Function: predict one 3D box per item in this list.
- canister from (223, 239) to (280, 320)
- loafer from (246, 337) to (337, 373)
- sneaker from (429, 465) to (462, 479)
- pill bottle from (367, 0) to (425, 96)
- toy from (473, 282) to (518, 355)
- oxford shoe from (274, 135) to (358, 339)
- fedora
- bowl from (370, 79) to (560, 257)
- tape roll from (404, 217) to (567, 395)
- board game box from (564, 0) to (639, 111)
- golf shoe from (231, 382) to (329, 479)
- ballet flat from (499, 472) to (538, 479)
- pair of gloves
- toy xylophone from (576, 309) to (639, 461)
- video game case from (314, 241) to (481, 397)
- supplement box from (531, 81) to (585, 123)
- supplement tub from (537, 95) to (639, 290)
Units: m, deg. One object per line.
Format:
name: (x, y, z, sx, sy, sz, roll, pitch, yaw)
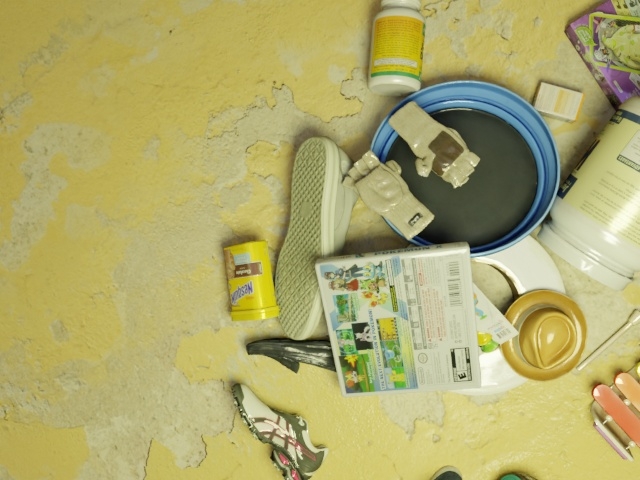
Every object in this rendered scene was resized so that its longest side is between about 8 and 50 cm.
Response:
canister: (-0.159, 0.091, 1.253, 0.126, 0.073, 0.170, -11, 86, 46)
loafer: (-0.059, 0.262, 1.261, 0.223, 0.076, 0.078, 3, 83, 2)
sneaker: (0.233, 0.610, 1.195, 0.086, 0.163, 0.226, 34, 95, 3)
pill bottle: (0.168, -0.432, 1.216, 0.117, 0.117, 0.209, 5, 90, 5)
toy: (0.283, 0.135, 1.161, 0.137, 0.056, 0.237, -39, 97, 27)
oxford shoe: (0.000, 0.000, 1.229, 0.169, 0.130, 0.450, 11, 93, 45)
fedora: (0.465, 0.201, 1.141, 0.194, 0.079, 0.195, 0, 91, 5)
bowl: (0.296, -0.148, 1.183, 0.390, 0.077, 0.392, -2, 74, 8)
tape roll: (0.333, 0.142, 1.227, 0.391, 0.072, 0.392, 0, 91, 6)
board game box: (0.715, -0.373, 1.203, 0.208, 0.056, 0.347, -31, 87, 1)
golf shoe: (-0.099, 0.422, 1.268, 0.120, 0.105, 0.273, -37, 91, -13)
ballet flat: (0.336, 0.720, 1.201, 0.182, 0.164, 0.483, 42, 92, -17)
pair of gloves: (0.186, -0.145, 1.138, 0.204, 0.042, 0.240, 40, 86, 13)
toy xylophone: (0.702, 0.303, 1.189, 0.236, 0.081, 0.323, 40, 93, 4)
video game case: (0.164, 0.172, 1.137, 0.299, 0.036, 0.329, -7, 113, 11)
supplement box: (0.520, -0.302, 1.224, 0.098, 0.036, 0.062, 18, 92, 5)
supplement tub: (0.610, -0.088, 1.095, 0.235, 0.235, 0.325, 32, 109, 4)
